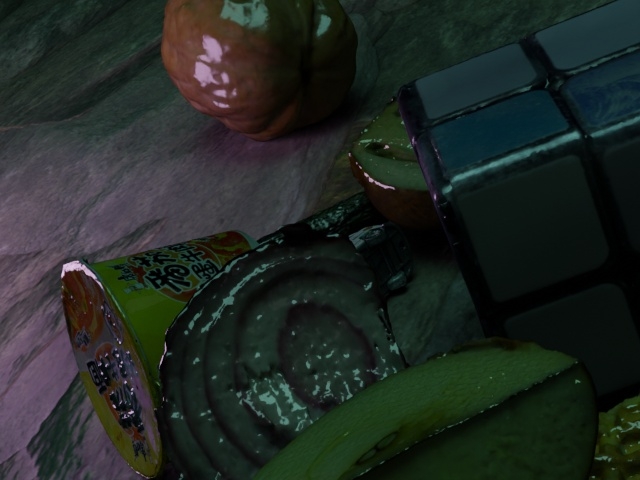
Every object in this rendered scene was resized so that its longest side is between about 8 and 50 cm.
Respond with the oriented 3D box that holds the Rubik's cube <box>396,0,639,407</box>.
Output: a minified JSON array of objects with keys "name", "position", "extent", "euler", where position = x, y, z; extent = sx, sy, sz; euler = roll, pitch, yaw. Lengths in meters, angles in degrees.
[{"name":"Rubik's cube","position":[0.289,-0.039,1.606],"extent":[0.313,0.316,0.318],"euler":[-21,27,6]}]

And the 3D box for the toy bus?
[{"name":"toy bus","position":[0.030,0.052,1.884],"extent":[0.089,0.087,0.194],"euler":[-3,29,49]}]

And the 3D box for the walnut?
[{"name":"walnut","position":[-0.111,-0.321,2.481],"extent":[0.306,0.306,0.344],"euler":[-31,31,-25]}]

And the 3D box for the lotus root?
[{"name":"lotus root","position":[0.177,-0.086,1.988],"extent":[0.260,0.149,0.267],"euler":[0,36,26]}]

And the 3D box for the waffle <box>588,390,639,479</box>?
[{"name":"waffle","position":[0.372,0.205,1.374],"extent":[0.325,0.068,0.302],"euler":[-35,30,-27]}]

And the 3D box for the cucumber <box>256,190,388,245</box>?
[{"name":"cucumber","position":[-0.001,-0.001,2.021],"extent":[0.241,0.074,0.074],"euler":[-26,27,-21]}]

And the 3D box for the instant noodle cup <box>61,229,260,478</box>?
[{"name":"instant noodle cup","position":[-0.150,0.116,1.709],"extent":[0.200,0.264,0.264],"euler":[-19,24,-24]}]

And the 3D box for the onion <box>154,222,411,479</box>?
[{"name":"onion","position":[-0.037,0.159,1.567],"extent":[0.280,0.314,0.146],"euler":[-20,-10,-12]}]

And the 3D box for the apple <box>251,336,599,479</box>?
[{"name":"apple","position":[0.093,0.215,1.380],"extent":[0.346,0.179,0.254],"euler":[-30,62,1]}]
